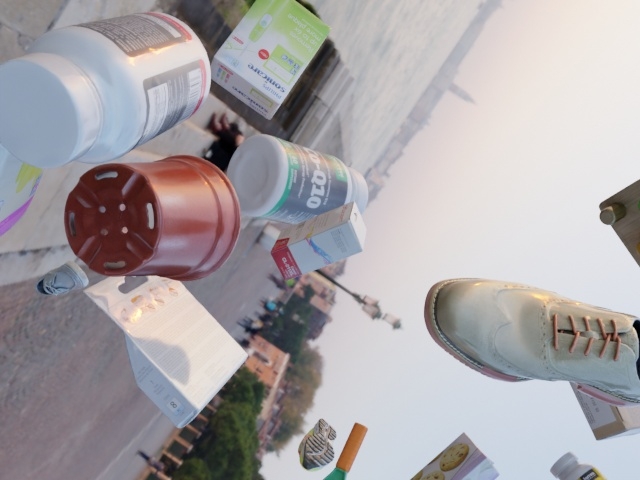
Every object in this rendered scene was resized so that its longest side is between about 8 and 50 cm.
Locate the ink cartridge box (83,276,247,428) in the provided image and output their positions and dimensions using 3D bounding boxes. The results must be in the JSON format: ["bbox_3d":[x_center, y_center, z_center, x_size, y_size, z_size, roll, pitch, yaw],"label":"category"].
[{"bbox_3d":[-0.390,0.239,1.555,0.091,0.385,0.308,-45,179,22],"label":"ink cartridge box"}]

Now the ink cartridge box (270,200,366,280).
[{"bbox_3d":[0.000,0.000,1.261,0.175,0.072,0.127,-21,-163,16],"label":"ink cartridge box"}]

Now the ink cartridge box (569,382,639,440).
[{"bbox_3d":[0.706,0.361,1.529,0.088,0.193,0.235,-41,-127,38],"label":"ink cartridge box"}]

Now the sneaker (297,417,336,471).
[{"bbox_3d":[-0.019,0.527,1.541,0.094,0.081,0.208,-47,174,12],"label":"sneaker"}]

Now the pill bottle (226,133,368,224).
[{"bbox_3d":[-0.049,-0.139,1.612,0.360,0.204,0.204,8,122,-50],"label":"pill bottle"}]

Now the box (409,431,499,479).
[{"bbox_3d":[0.137,0.441,0.980,0.324,0.063,0.067,-40,-147,-3],"label":"box"}]

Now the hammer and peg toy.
[{"bbox_3d":[0.744,-0.043,1.180,0.127,0.266,0.361,-24,168,-35],"label":"hammer and peg toy"}]

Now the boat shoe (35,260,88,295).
[{"bbox_3d":[-0.677,0.111,1.611,0.227,0.079,0.081,-12,-154,48],"label":"boat shoe"}]

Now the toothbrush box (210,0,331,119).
[{"bbox_3d":[-0.136,-0.505,1.662,0.283,0.206,0.122,-58,-170,-18],"label":"toothbrush box"}]

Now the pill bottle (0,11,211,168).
[{"bbox_3d":[-0.292,-0.209,0.854,0.176,0.176,0.318,-56,-179,29],"label":"pill bottle"}]

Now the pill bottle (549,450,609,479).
[{"bbox_3d":[0.631,0.589,1.448,0.103,0.184,0.103,-23,138,-23],"label":"pill bottle"}]

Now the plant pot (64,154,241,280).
[{"bbox_3d":[-0.331,-0.042,1.209,0.273,0.272,0.265,-56,169,11],"label":"plant pot"}]

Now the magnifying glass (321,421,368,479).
[{"bbox_3d":[0.028,0.445,1.139,0.231,0.092,0.026,-59,155,-29],"label":"magnifying glass"}]

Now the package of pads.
[{"bbox_3d":[-0.493,-0.109,0.934,0.229,0.101,0.296,-59,-165,15],"label":"package of pads"}]

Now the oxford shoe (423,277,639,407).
[{"bbox_3d":[0.329,0.121,0.818,0.146,0.396,0.141,141,-39,-63],"label":"oxford shoe"}]
